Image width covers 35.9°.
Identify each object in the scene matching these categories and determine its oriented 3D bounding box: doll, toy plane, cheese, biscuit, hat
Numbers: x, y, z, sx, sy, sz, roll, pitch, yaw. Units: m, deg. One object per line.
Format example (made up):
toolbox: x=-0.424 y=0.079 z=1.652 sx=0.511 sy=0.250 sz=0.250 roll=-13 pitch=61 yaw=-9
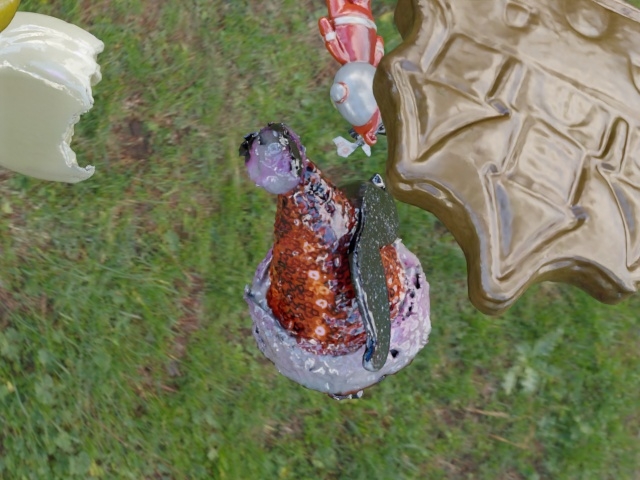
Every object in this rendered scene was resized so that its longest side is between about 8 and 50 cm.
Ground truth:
doll: x=0.056 y=-0.258 z=1.470 sx=0.142 sy=0.076 sz=0.245 roll=1 pitch=78 yaw=-45
toy plane: x=0.112 y=-0.198 z=1.655 sx=0.197 sy=0.053 sz=0.078 roll=-33 pitch=137 yaw=3
cheese: x=-0.422 y=-0.209 z=1.461 sx=0.233 sy=0.266 sz=0.127 roll=21 pitch=47 yaw=-7
biscuit: x=0.110 y=-0.056 z=0.479 sx=0.182 sy=0.034 sz=0.215 roll=25 pitch=56 yaw=-5
hat: x=0.004 y=-0.002 z=0.612 sx=0.140 sy=0.129 sz=0.227 roll=-59 pitch=153 yaw=-25

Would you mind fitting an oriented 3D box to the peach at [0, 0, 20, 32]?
peach: x=-0.412 y=-0.309 z=1.038 sx=0.153 sy=0.251 sz=0.251 roll=8 pitch=89 yaw=20
